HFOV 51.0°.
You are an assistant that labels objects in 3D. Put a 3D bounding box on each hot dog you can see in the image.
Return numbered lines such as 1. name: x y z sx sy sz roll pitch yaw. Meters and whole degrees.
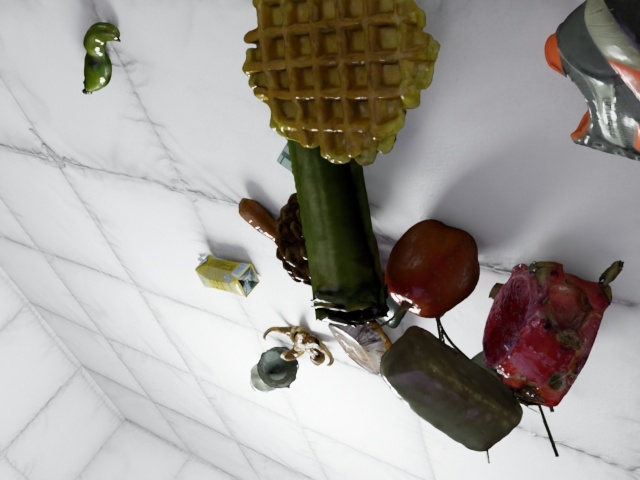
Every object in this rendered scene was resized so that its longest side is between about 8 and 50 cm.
1. hot dog: 0.096 0.219 1.456 0.144 0.075 0.268 27 160 23

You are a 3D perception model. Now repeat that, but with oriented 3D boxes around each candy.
1. candy: 0.210 0.243 1.101 0.234 0.102 0.104 33 121 -5

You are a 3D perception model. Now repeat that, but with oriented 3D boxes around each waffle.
1. waffle: 0.015 -0.248 0.900 0.301 0.058 0.281 31 122 25

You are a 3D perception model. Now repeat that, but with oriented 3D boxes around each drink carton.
1. drink carton: -0.249 0.080 1.648 0.200 0.074 0.084 9 138 36

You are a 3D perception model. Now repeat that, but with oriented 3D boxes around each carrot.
1. carrot: -0.087 -0.011 1.406 0.216 0.048 0.048 41 148 -14

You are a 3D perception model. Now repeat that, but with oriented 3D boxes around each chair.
1. chair: 0.320 0.231 1.209 0.170 0.160 0.325 -12 110 21

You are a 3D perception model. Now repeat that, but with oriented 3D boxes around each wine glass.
1. wine glass: -0.139 0.373 1.880 0.122 0.122 0.183 37 151 0

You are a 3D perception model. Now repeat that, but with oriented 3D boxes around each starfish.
1. starfish: -0.045 0.262 1.679 0.190 0.074 0.146 6 138 39

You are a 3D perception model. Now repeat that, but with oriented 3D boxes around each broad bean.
1. broad bean: -0.429 -0.348 1.296 0.070 0.048 0.213 42 145 -5

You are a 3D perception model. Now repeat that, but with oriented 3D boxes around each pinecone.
1. pinecone: 0.002 0.000 1.208 0.212 0.169 0.185 103 153 -70

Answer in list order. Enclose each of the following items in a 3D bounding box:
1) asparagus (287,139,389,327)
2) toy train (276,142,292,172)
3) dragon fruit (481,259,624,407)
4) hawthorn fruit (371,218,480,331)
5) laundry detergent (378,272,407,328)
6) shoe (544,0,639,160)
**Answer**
1. asparagus: 0.021 -0.053 1.041 0.108 0.128 0.382 174 86 -67
2. toy train: -0.008 -0.189 1.088 0.052 0.051 0.234 35 148 -4
3. dragon fruit: 0.334 0.124 1.033 0.147 0.211 0.282 24 117 8
4. hawthorn fruit: 0.170 0.067 1.098 0.163 0.203 0.162 24 146 17
5. laundry detergent: 0.075 0.081 1.331 0.222 0.078 0.144 31 154 12
6. shoe: 0.365 -0.127 0.743 0.336 0.132 0.171 46 152 -10
